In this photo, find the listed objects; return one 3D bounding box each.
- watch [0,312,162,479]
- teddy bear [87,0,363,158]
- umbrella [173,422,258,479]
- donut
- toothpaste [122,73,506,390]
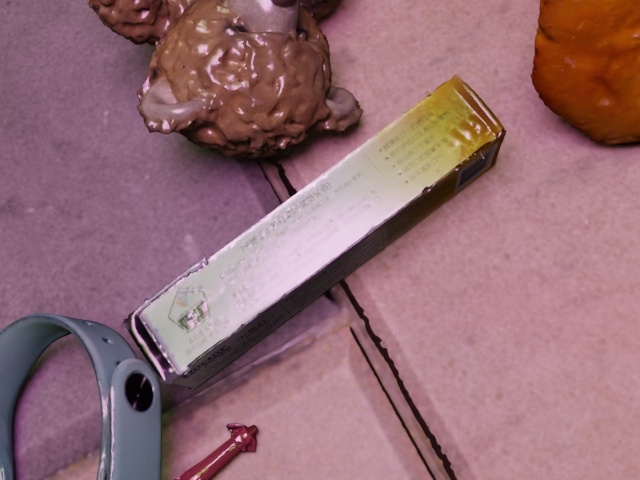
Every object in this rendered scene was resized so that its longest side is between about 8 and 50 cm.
[{"bbox_3d":[-0.202,0.175,0.550,0.195,0.068,0.237,-18,67,23],"label":"watch"},{"bbox_3d":[-0.077,-0.186,0.618,0.267,0.156,0.256,-9,63,-24],"label":"teddy bear"},{"bbox_3d":[-0.113,0.198,0.569,0.165,0.025,0.027,-40,51,-6],"label":"umbrella"},{"bbox_3d":[0.267,-0.157,0.501,0.253,0.253,0.118,-8,60,8],"label":"donut"},{"bbox_3d":[0.000,0.000,0.578,0.312,0.089,0.071,-37,77,-3],"label":"toothpaste"}]
